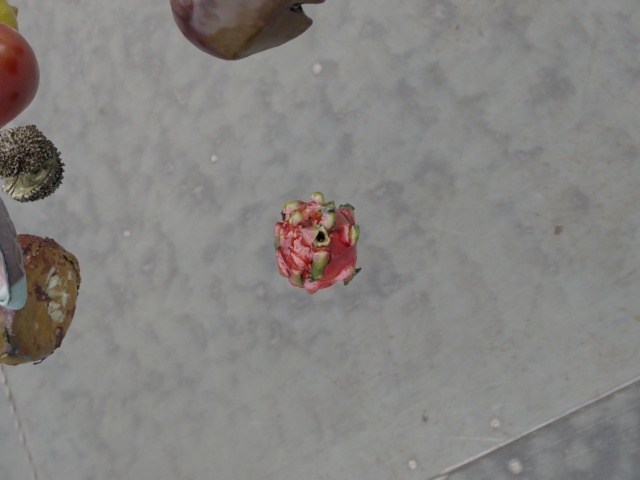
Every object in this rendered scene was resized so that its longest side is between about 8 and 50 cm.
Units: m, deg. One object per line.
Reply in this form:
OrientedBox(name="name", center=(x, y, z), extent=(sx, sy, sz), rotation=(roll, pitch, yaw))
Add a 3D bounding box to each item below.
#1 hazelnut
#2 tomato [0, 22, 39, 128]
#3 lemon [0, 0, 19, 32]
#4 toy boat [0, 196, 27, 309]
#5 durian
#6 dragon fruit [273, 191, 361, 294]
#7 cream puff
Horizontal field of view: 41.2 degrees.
OrientedBox(name="hazelnut", center=(-0.103, -0.377, 1.204), extent=(0.251, 0.217, 0.217), rotation=(-42, 64, 8))
OrientedBox(name="tomato", center=(-0.489, -0.221, 1.207), extent=(0.195, 0.195, 0.136), rotation=(-21, 119, 34))
OrientedBox(name="lemon", center=(-0.796, -0.482, 1.957), extent=(0.186, 0.244, 0.187), rotation=(24, 134, 27))
OrientedBox(name="toy boat", center=(-0.433, -0.011, 1.006), extent=(0.155, 0.085, 0.227), rotation=(-21, 100, 14))
OrientedBox(name="durian", center=(-0.684, -0.189, 1.972), extent=(0.166, 0.196, 0.196), rotation=(2, 90, 5))
OrientedBox(name="dragon fruit", center=(0.000, 0.000, 1.373), extent=(0.160, 0.172, 0.167), rotation=(34, 83, -9))
OrientedBox(name="cream puff", center=(-0.530, 0.104, 1.494), extent=(0.163, 0.240, 0.240), rotation=(7, 93, 6))
